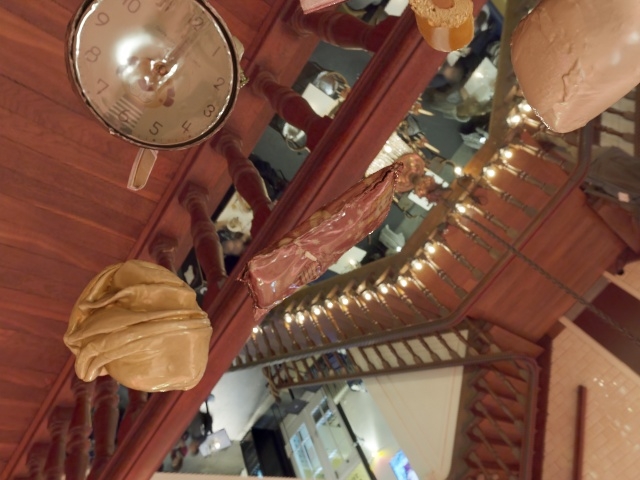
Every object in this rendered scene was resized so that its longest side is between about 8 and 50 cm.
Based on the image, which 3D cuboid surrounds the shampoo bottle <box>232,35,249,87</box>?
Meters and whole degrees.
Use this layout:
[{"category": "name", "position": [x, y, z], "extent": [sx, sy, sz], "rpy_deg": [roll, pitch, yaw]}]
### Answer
[{"category": "shampoo bottle", "position": [-0.238, -0.429, 0.892], "extent": [0.087, 0.118, 0.234], "rpy_deg": [-20, 124, 37]}]

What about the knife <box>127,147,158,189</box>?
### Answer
[{"category": "knife", "position": [-0.358, -0.182, 0.873], "extent": [0.022, 0.256, 0.046], "rpy_deg": [-8, 134, 6]}]

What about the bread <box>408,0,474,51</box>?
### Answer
[{"category": "bread", "position": [0.264, -0.478, 0.918], "extent": [0.085, 0.134, 0.173], "rpy_deg": [-54, 163, 14]}]

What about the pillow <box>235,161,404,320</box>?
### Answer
[{"category": "pillow", "position": [0.000, 0.000, 0.400], "extent": [0.185, 0.043, 0.118], "rpy_deg": [-37, 160, -14]}]

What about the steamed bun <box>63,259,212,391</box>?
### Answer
[{"category": "steamed bun", "position": [-0.373, 0.168, 0.867], "extent": [0.276, 0.289, 0.203], "rpy_deg": [-14, 138, -23]}]

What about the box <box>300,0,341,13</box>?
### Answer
[{"category": "box", "position": [-0.020, -0.556, 0.631], "extent": [0.112, 0.190, 0.370], "rpy_deg": [-10, 116, 19]}]

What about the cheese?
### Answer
[{"category": "cheese", "position": [0.389, -0.284, 0.615], "extent": [0.154, 0.198, 0.189], "rpy_deg": [-14, 168, -12]}]

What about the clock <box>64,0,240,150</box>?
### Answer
[{"category": "clock", "position": [-0.300, -0.320, 0.787], "extent": [0.312, 0.061, 0.313], "rpy_deg": [-11, 114, -27]}]
